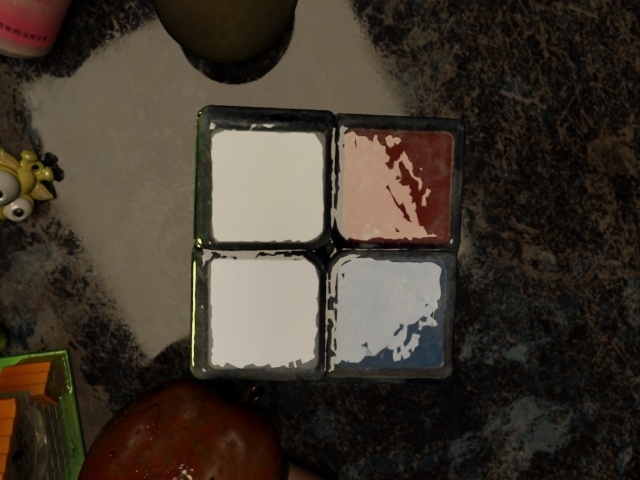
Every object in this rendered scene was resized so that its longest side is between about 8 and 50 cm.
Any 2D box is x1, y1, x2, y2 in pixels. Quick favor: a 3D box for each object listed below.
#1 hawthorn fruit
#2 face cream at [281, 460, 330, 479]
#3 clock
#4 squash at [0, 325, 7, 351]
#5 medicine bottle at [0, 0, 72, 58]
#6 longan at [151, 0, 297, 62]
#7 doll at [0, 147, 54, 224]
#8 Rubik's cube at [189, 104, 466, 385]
[{"bbox_3d":[-0.196,0.343,0.888,0.315,0.316,0.316,0,96,-4],"label":"hawthorn fruit"},{"bbox_3d":[-0.037,0.432,0.968,0.104,0.149,0.149,28,93,-7],"label":"face cream"},{"bbox_3d":[-0.425,0.297,0.871,0.106,0.255,0.220,-7,97,-4],"label":"clock"},{"bbox_3d":[-0.593,0.134,0.937,0.238,0.069,0.069,12,95,-6],"label":"squash"},{"bbox_3d":[-0.388,-0.377,0.830,0.147,0.147,0.247,33,116,-7],"label":"medicine bottle"},{"bbox_3d":[-0.132,-0.342,0.857,0.220,0.196,0.197,-30,100,-43],"label":"longan"},{"bbox_3d":[-0.525,-0.029,0.919,0.291,0.086,0.117,-33,137,-2],"label":"doll"},{"bbox_3d":[0.000,0.000,0.846,0.315,0.318,0.314,2,94,-5],"label":"Rubik's cube"}]
